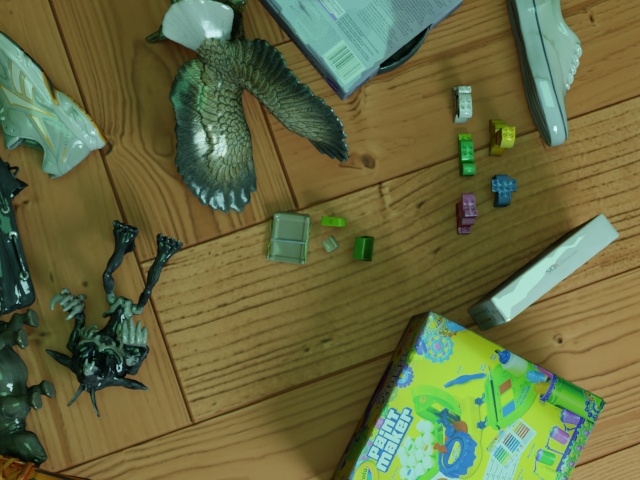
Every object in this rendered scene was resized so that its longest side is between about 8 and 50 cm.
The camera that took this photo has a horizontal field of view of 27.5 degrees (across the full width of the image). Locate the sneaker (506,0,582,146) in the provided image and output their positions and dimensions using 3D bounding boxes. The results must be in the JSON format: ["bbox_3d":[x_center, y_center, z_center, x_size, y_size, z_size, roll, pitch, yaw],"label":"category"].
[{"bbox_3d":[0.353,-0.273,1.978,0.091,0.094,0.258,-10,84,-2],"label":"sneaker"}]

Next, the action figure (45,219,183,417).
[{"bbox_3d":[-0.300,0.111,1.853,0.164,0.141,0.276,18,82,12],"label":"action figure"}]

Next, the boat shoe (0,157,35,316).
[{"bbox_3d":[-0.472,-0.056,1.872,0.113,0.127,0.340,-6,77,-32],"label":"boat shoe"}]

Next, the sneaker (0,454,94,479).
[{"bbox_3d":[-0.457,0.313,1.770,0.321,0.124,0.180,-4,109,10],"label":"sneaker"}]

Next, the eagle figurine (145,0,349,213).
[{"bbox_3d":[-0.110,-0.215,1.886,0.225,0.226,0.298,-14,80,-27],"label":"eagle figurine"}]

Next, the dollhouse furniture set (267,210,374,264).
[{"bbox_3d":[0.000,0.000,1.952,0.151,0.058,0.076,6,91,15],"label":"dollhouse furniture set"}]

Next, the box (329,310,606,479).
[{"bbox_3d":[0.201,0.292,1.860,0.279,0.177,0.290,28,83,-2],"label":"box"}]

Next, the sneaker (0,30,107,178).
[{"bbox_3d":[-0.440,-0.202,1.900,0.262,0.099,0.121,45,86,2],"label":"sneaker"}]

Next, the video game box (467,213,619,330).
[{"bbox_3d":[0.317,0.049,1.893,0.205,0.187,0.048,-37,88,-9],"label":"video game box"}]

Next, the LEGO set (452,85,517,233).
[{"bbox_3d":[0.250,-0.128,1.953,0.087,0.093,0.227,-2,84,-6],"label":"LEGO set"}]

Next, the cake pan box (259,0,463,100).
[{"bbox_3d":[0.051,-0.381,1.977,0.246,0.070,0.267,-41,88,-6],"label":"cake pan box"}]

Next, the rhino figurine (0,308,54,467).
[{"bbox_3d":[-0.437,0.226,1.858,0.106,0.073,0.243,-14,85,20],"label":"rhino figurine"}]
